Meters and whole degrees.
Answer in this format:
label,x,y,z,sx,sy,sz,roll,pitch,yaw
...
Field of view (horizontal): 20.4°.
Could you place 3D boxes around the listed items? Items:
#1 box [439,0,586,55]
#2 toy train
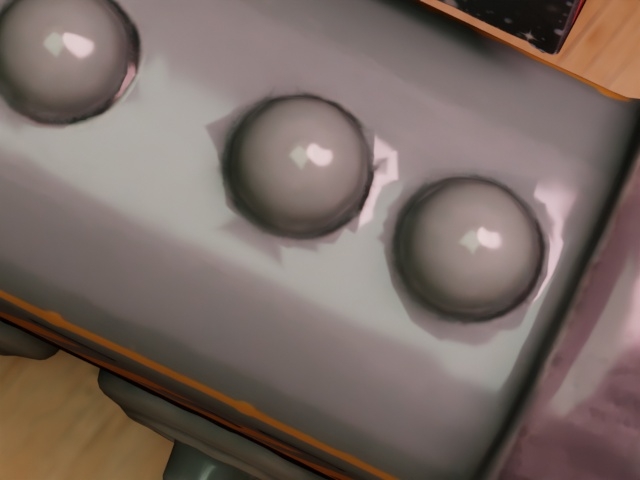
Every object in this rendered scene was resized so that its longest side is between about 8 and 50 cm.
label,x,y,z,sx,sy,sz,roll,pitch,yaw
box,-0.005,-0.139,0.263,0.159,0.233,0.044,25,62,7
toy train,0.000,0.000,0.422,0.334,0.190,0.142,27,80,1
